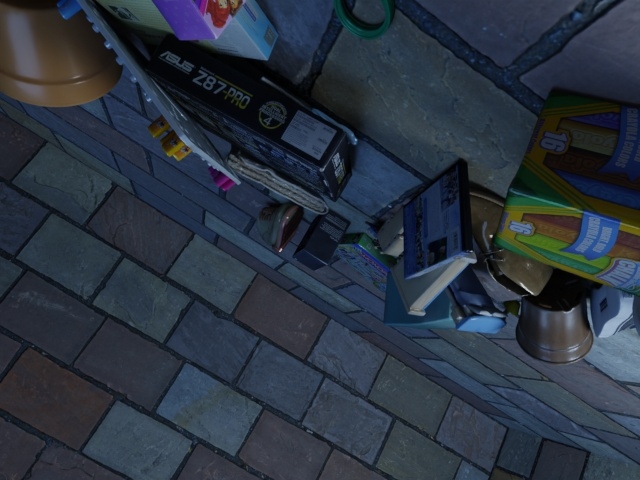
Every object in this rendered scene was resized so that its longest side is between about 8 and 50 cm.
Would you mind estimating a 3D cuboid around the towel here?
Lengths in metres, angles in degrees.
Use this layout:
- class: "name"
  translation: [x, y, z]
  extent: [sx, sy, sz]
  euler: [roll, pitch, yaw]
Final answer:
- class: "towel"
  translation: [-0.113, -0.167, 1.178]
  extent: [0.282, 0.049, 0.187]
  euler: [27, -165, -19]

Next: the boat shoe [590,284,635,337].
- class: "boat shoe"
  translation: [0.615, 0.129, 0.899]
  extent: [0.102, 0.108, 0.301]
  euler: [-3, 156, 19]

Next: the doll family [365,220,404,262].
- class: "doll family"
  translation: [0.201, 0.012, 1.270]
  extent: [0.192, 0.076, 0.111]
  euler: [26, -178, -1]

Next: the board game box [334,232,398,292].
- class: "board game box"
  translation: [0.186, 0.085, 1.543]
  extent: [0.317, 0.046, 0.213]
  euler: [39, 161, -23]

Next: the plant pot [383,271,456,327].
- class: "plant pot"
  translation: [0.329, 0.178, 1.322]
  extent: [0.165, 0.166, 0.234]
  euler: [12, 167, -31]

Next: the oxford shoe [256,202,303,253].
- class: "oxford shoe"
  translation: [-0.163, -0.056, 1.574]
  extent: [0.146, 0.140, 0.397]
  euler: [38, 160, 0]

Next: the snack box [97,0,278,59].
- class: "snack box"
  translation: [-0.254, -0.411, 0.786]
  extent: [0.321, 0.060, 0.187]
  euler: [18, 173, 24]

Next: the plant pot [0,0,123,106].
- class: "plant pot"
  translation: [-0.593, -0.466, 0.965]
  extent: [0.290, 0.291, 0.203]
  euler: [30, 146, 2]

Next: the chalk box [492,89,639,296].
- class: "chalk box"
  translation: [0.414, -0.049, 0.604]
  extent: [0.288, 0.179, 0.180]
  euler: [22, 161, 24]

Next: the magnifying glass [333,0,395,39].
- class: "magnifying glass"
  translation: [0.063, -0.360, 0.586]
  extent: [0.092, 0.026, 0.231]
  euler: [28, 164, 10]

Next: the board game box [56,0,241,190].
- class: "board game box"
  translation: [-0.339, -0.292, 0.938]
  extent: [0.390, 0.050, 0.390]
  euler: [52, 180, 4]

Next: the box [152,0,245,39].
- class: "box"
  translation: [-0.086, -0.355, 0.385]
  extent: [0.057, 0.293, 0.201]
  euler: [15, 157, 32]

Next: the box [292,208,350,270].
- class: "box"
  translation: [0.000, 0.000, 1.422]
  extent: [0.093, 0.158, 0.156]
  euler: [33, 163, -8]

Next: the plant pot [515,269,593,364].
- class: "plant pot"
  translation: [0.529, 0.166, 1.022]
  extent: [0.166, 0.167, 0.165]
  euler: [15, 141, 40]

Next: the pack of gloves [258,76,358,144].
- class: "pack of gloves"
  translation: [-0.028, -0.266, 0.929]
  extent: [0.232, 0.046, 0.195]
  euler: [28, 177, -17]

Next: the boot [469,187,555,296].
- class: "boot"
  translation: [0.369, 0.006, 0.931]
  extent: [0.305, 0.115, 0.112]
  euler: [36, 163, -14]

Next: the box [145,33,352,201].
- class: "box"
  translation: [-0.125, -0.235, 0.952]
  extent: [0.394, 0.097, 0.318]
  euler: [30, 176, 9]

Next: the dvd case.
- class: "dvd case"
  translation: [0.234, -0.031, 0.932]
  extent: [0.022, 0.181, 0.253]
  euler: [7, 162, -13]

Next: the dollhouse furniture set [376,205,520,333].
- class: "dollhouse furniture set"
  translation: [0.348, 0.047, 1.106]
  extent: [0.303, 0.287, 0.198]
  euler: [13, 131, -28]

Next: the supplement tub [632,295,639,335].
- class: "supplement tub"
  translation: [0.661, 0.137, 0.634]
  extent: [0.316, 0.228, 0.228]
  euler: [30, 162, 0]

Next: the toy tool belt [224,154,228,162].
- class: "toy tool belt"
  translation: [-0.292, -0.234, 1.431]
  extent: [0.051, 0.052, 0.083]
  euler: [42, 161, -9]
